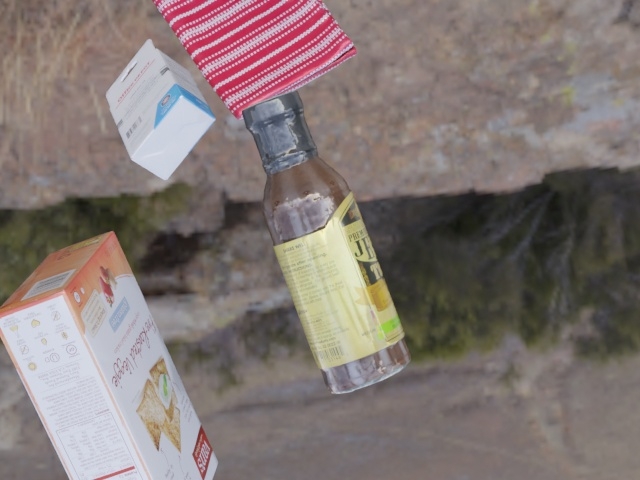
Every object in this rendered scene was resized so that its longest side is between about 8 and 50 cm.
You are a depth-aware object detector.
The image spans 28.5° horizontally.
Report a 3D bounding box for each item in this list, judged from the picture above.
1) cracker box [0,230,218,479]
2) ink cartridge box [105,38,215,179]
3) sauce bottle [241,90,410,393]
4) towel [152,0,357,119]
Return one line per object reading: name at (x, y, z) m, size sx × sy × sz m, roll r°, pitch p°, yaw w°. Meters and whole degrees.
cracker box at (-0.165, 0.126, 1.013) m, size 0.067 × 0.232 × 0.156 m, roll -19°, pitch -165°, yaw 10°
ink cartridge box at (-0.206, -0.170, 1.595) m, size 0.060 × 0.180 × 0.104 m, roll 31°, pitch 107°, yaw -34°
sauce bottle at (0.000, 0.000, 1.444) m, size 0.111 × 0.345 × 0.111 m, roll -20°, pitch -175°, yaw 2°
towel at (-0.103, -0.314, 1.723) m, size 0.198 × 0.275 × 0.031 m, roll -31°, pitch 161°, yaw -10°
